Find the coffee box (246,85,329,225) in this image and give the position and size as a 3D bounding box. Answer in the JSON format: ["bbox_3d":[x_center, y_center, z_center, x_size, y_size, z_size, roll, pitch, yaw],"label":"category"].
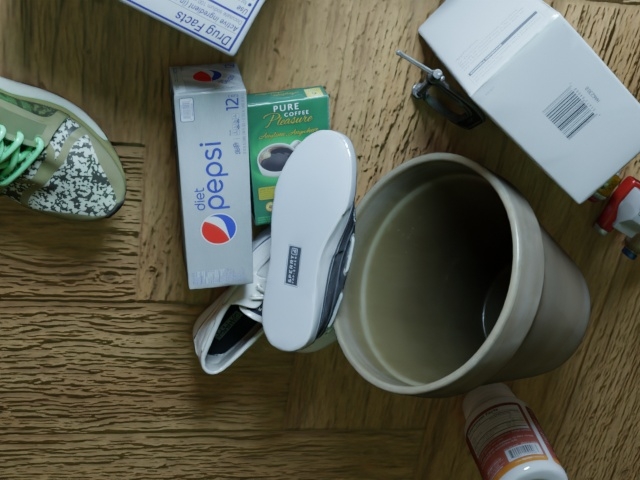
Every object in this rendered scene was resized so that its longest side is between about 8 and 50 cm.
[{"bbox_3d":[-0.043,-0.113,1.301,0.113,0.040,0.184,-9,123,-8],"label":"coffee box"}]

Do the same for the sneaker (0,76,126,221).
[{"bbox_3d":[-0.408,-0.121,1.130,0.410,0.182,0.158,34,109,-28],"label":"sneaker"}]

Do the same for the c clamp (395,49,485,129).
[{"bbox_3d":[0.153,-0.190,1.247,0.137,0.161,0.022,34,87,3],"label":"c clamp"}]

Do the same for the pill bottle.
[{"bbox_3d":[0.301,0.329,1.548,0.121,0.216,0.121,-5,122,-8],"label":"pill bottle"}]

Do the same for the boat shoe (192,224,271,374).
[{"bbox_3d":[-0.092,0.083,1.384,0.096,0.088,0.267,35,108,-28],"label":"boat shoe"}]

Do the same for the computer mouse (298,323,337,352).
[{"bbox_3d":[0.026,0.116,1.458,0.193,0.042,0.106,-37,123,11],"label":"computer mouse"}]

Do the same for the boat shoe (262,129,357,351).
[{"bbox_3d":[0.000,0.000,1.300,0.108,0.102,0.301,15,103,27],"label":"boat shoe"}]

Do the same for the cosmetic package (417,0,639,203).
[{"bbox_3d":[0.265,-0.200,1.205,0.138,0.225,0.224,-43,120,16],"label":"cosmetic package"}]

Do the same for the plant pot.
[{"bbox_3d":[0.219,0.072,1.347,0.280,0.323,0.323,19,117,-42],"label":"plant pot"}]

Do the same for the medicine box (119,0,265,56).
[{"bbox_3d":[-0.149,-0.394,1.038,0.263,0.149,0.289,23,114,-24],"label":"medicine box"}]

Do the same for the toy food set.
[{"bbox_3d":[0.446,-0.029,1.419,0.232,0.111,0.104,25,113,-28],"label":"toy food set"}]

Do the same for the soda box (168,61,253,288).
[{"bbox_3d":[-0.142,-0.081,1.265,0.091,0.098,0.286,-6,123,-10],"label":"soda box"}]
